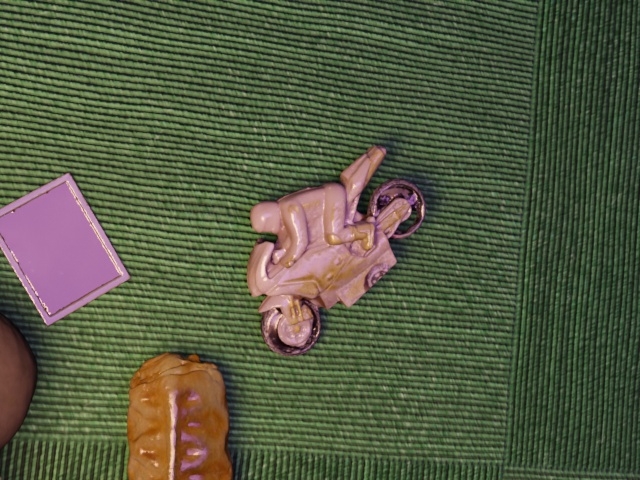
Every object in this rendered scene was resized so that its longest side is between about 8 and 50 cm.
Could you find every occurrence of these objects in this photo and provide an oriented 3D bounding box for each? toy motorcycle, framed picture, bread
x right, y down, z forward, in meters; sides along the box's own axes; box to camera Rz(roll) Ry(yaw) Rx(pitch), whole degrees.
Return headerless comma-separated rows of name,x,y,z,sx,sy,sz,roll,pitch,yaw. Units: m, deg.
toy motorcycle,0.000,0.000,1.743,0.340,0.108,0.223,-45,106,-7
framed picture,-0.385,0.012,1.674,0.142,0.011,0.183,-31,96,-16
bread,-0.205,0.296,1.656,0.152,0.130,0.268,-1,87,-13

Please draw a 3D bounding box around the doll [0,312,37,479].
doll,-0.537,0.171,1.343,0.252,0.378,0.382,-18,117,14
